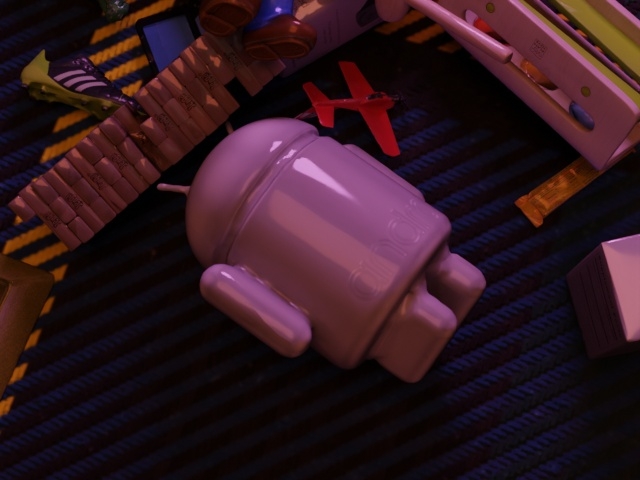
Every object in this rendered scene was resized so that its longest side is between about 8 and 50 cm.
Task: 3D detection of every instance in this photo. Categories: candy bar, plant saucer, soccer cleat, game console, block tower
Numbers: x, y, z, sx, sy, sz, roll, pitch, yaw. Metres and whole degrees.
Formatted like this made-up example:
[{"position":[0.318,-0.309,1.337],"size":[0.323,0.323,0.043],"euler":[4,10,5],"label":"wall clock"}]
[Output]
[{"position":[0.307,-0.077,1.110],"size":[0.161,0.018,0.040],"euler":[-36,81,-6],"label":"candy bar"},{"position":[-0.439,0.090,1.098],"size":[0.188,0.045,0.188],"euler":[21,79,7],"label":"plant saucer"},{"position":[-0.282,-0.188,1.149],"size":[0.179,0.060,0.072],"euler":[19,66,8],"label":"soccer cleat"},{"position":[-0.158,-0.247,1.146],"size":[0.071,0.107,0.122],"euler":[-11,73,-42],"label":"game console"},{"position":[-0.196,-0.124,1.076],"size":[0.335,0.091,0.097],"euler":[-39,103,3],"label":"block tower"}]

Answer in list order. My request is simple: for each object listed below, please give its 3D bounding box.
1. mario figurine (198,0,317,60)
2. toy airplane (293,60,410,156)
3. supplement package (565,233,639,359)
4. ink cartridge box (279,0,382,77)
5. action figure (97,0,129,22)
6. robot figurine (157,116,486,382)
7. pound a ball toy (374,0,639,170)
[{"position":[-0.034,-0.364,0.973],"size":[0.170,0.198,0.320],"euler":[4,76,7],"label":"mario figurine"},{"position":[0.038,-0.164,1.113],"size":[0.151,0.028,0.151],"euler":[9,55,-14],"label":"toy airplane"},{"position":[0.340,0.059,0.994],"size":[0.105,0.179,0.105],"euler":[-11,77,0],"label":"supplement package"},{"position":[0.022,-0.380,1.139],"size":[0.306,0.131,0.226],"euler":[-32,77,-3],"label":"ink cartridge box"},{"position":[-0.313,-0.374,1.174],"size":[0.063,0.137,0.232],"euler":[-36,86,19],"label":"action figure"},{"position":[0.000,0.000,1.016],"size":[0.353,0.199,0.300],"euler":[34,44,9],"label":"robot figurine"},{"position":[0.226,-0.213,1.070],"size":[0.208,0.135,0.319],"euler":[-34,70,-30],"label":"pound a ball toy"}]
